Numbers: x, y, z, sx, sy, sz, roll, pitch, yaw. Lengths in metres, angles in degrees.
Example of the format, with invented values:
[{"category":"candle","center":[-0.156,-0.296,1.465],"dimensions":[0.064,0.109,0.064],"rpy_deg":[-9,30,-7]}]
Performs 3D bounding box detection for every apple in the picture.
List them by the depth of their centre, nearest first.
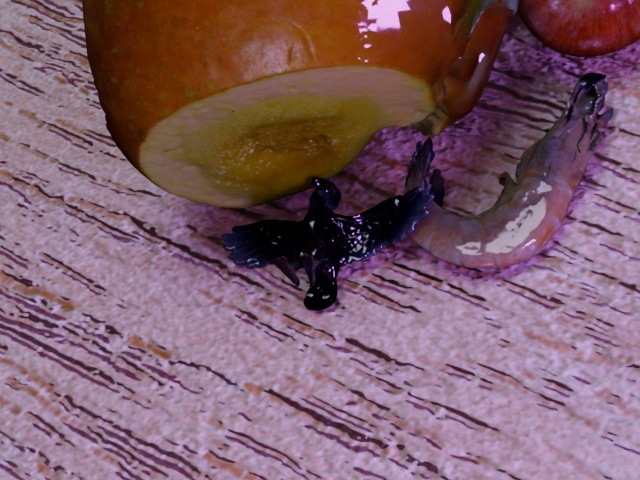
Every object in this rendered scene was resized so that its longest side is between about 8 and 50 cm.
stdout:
[{"category":"apple","center":[-0.010,-0.206,1.660],"dimensions":[0.374,0.384,0.374],"rpy_deg":[3,24,-1]},{"category":"apple","center":[0.231,-0.230,1.705],"dimensions":[0.146,0.146,0.131],"rpy_deg":[-27,-1,0]}]

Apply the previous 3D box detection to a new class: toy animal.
[{"category":"toy animal","center":[0.000,0.000,1.646],"dimensions":[0.220,0.062,0.108],"rpy_deg":[-14,41,32]}]

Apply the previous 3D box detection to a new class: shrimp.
[{"category":"shrimp","center":[0.154,-0.063,1.643],"dimensions":[0.152,0.046,0.219],"rpy_deg":[18,60,35]}]
